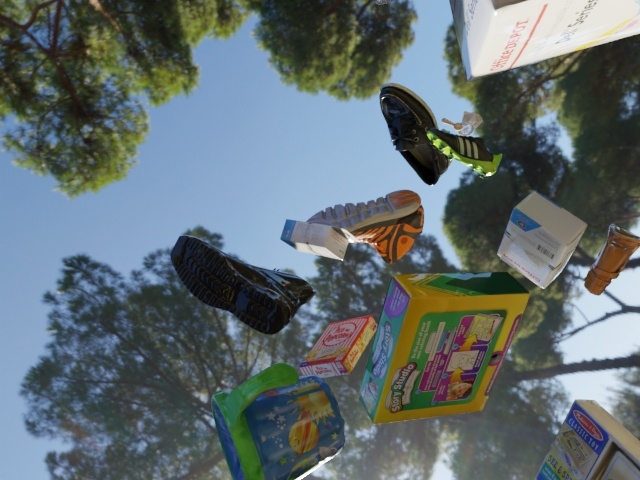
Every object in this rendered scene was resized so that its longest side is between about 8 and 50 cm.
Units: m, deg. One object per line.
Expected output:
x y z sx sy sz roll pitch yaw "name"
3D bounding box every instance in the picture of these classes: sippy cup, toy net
-0.078 0.383 1.113 0.224 0.305 0.240 -17 -105 -21 "sippy cup"
0.428 -0.349 1.832 0.045 0.232 0.122 -82 -27 -66 "toy net"

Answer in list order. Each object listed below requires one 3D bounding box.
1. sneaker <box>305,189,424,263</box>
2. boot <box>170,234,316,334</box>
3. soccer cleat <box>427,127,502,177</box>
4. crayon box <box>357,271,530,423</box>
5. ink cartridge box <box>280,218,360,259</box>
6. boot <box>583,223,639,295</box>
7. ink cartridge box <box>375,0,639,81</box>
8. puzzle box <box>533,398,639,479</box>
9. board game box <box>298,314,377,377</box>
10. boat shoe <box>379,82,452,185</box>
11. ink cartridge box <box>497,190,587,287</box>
0.120 -0.007 1.450 0.125 0.321 0.180 -96 -8 -52 "sneaker"
-0.110 0.055 0.816 0.077 0.198 0.137 -57 -12 21 "boot"
0.326 -0.213 1.253 0.179 0.060 0.072 32 -95 1 "soccer cleat"
0.281 0.251 1.297 0.313 0.106 0.363 1 -62 -20 "crayon box"
0.000 0.000 0.662 0.048 0.083 0.028 35 -111 -55 "ink cartridge box"
0.623 0.049 1.189 0.197 0.073 0.152 12 -68 -56 "boot"
0.223 -0.241 0.468 0.207 0.353 0.119 -6 -97 -79 "ink cartridge box"
0.496 0.485 0.859 0.052 0.409 0.272 9 -70 -21 "puzzle box"
0.049 0.280 1.449 0.045 0.146 0.193 60 -142 -15 "board game box"
0.249 -0.275 1.506 0.340 0.127 0.113 49 -121 -43 "boat shoe"
0.532 0.001 1.343 0.086 0.148 0.203 -39 -28 -19 "ink cartridge box"
